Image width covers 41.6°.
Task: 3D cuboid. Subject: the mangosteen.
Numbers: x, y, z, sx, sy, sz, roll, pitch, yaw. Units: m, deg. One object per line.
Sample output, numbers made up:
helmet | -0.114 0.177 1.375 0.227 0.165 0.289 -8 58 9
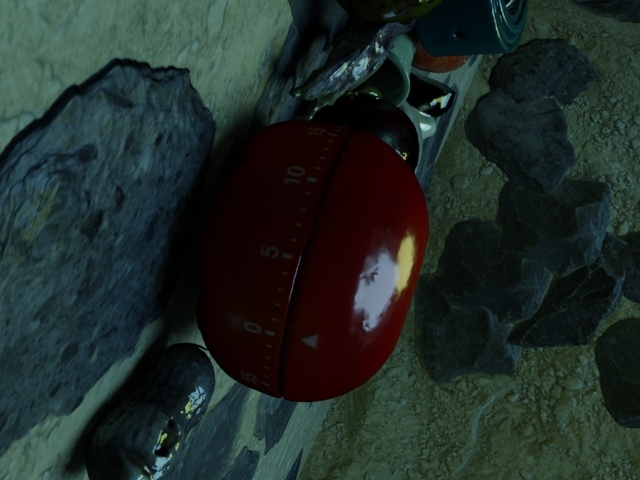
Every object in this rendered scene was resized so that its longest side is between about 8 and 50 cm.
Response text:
mangosteen | 0.049 -0.150 1.371 0.216 0.216 0.216 22 90 -79

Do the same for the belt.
belt | 0.252 -0.526 1.385 0.300 0.173 0.437 -22 109 -62

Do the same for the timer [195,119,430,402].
timer | -0.006 0.030 1.145 0.378 0.279 0.378 15 90 -84

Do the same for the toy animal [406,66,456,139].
toy animal | 0.206 -0.311 1.958 0.138 0.166 0.179 18 106 -52

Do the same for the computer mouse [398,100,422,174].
computer mouse | 0.155 -0.186 1.753 0.297 0.121 0.184 -93 -178 -50

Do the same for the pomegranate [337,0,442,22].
pomegranate | 0.092 -0.411 1.134 0.248 0.202 0.202 59 46 -37

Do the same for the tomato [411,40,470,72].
tomato | 0.248 -0.452 1.752 0.208 0.184 0.208 23 90 -79

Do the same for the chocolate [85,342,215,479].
chocolate | -0.207 0.225 1.051 0.248 0.110 0.110 -54 162 -53

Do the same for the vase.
vase | 0.130 -0.378 1.477 0.143 0.143 0.299 97 14 -54

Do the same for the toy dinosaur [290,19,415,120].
toy dinosaur | 0.038 -0.255 1.228 0.162 0.077 0.294 -30 -158 44
